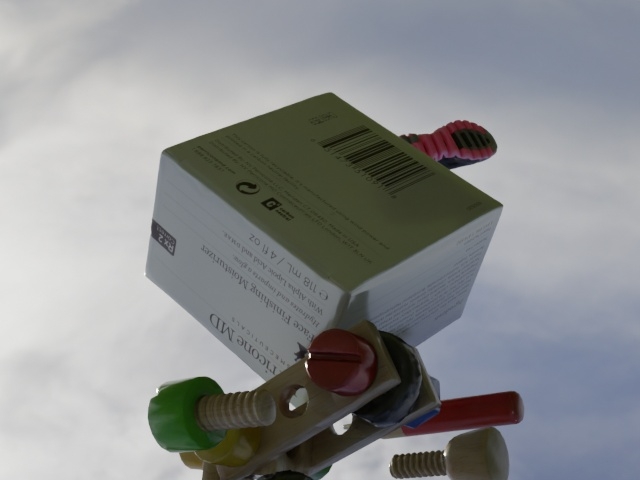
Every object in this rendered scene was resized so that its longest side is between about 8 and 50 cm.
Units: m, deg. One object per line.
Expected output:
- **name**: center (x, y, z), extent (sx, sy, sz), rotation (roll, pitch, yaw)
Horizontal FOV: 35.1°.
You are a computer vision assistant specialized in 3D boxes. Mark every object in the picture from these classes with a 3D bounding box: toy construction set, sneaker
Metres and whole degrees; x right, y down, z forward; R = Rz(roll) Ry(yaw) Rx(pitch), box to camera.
- **toy construction set**: center (-0.024, 0.180, 0.642), extent (0.237, 0.257, 0.309), rotation (-13, -176, 32)
- **sneaker**: center (0.117, -0.084, 1.010), extent (0.119, 0.057, 0.047), rotation (-9, -116, -18)

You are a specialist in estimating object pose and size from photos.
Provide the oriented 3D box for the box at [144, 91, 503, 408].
- **box**: center (0.000, 0.000, 0.742), extent (0.181, 0.119, 0.182), rotation (37, -138, 27)
